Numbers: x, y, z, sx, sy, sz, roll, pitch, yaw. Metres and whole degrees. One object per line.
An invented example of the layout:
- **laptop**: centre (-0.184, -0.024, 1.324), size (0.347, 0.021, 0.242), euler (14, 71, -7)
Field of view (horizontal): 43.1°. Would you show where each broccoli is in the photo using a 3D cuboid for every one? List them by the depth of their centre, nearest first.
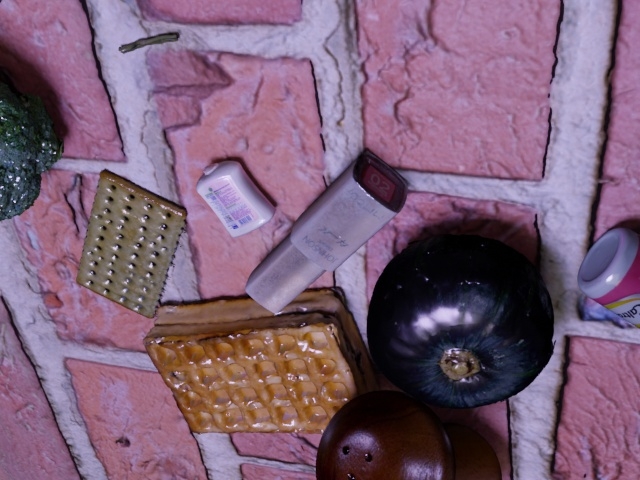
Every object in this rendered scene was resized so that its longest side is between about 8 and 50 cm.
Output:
- **broccoli**: centre (-0.465, -0.126, 0.998), size (0.270, 0.270, 0.270), euler (-41, 70, 37)

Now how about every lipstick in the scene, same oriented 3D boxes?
- **lipstick**: centre (0.000, 0.000, 1.018), size (0.079, 0.077, 0.253), euler (37, 128, -10)

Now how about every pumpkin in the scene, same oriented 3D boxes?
- **pumpkin**: centre (0.168, 0.098, 0.982), size (0.233, 0.163, 0.233), euler (8, 131, 10)

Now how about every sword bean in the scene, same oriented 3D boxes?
- **sword bean**: centre (-0.202, -0.233, 0.954), size (0.083, 0.012, 0.012), euler (-6, 123, 24)

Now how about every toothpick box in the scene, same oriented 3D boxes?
- **toothpick box**: centre (0.124, 0.309, 1.084), size (0.192, 0.192, 0.294), euler (-17, 154, 28)

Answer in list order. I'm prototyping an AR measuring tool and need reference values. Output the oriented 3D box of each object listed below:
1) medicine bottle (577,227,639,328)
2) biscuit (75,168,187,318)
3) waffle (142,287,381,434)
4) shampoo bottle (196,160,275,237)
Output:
- **medicine bottle**: centre (0.408, 0.074, 0.929), size (0.217, 0.090, 0.090), euler (31, 129, -6)
- **biscuit**: centre (-0.274, 0.014, 1.162), size (0.139, 0.016, 0.231), euler (27, 129, -1)
- **waffle**: centre (-0.086, 0.182, 1.179), size (0.308, 0.091, 0.212), euler (-7, 123, 22)
- **shampoo bottle**: centre (-0.113, -0.057, 1.035), size (0.072, 0.043, 0.099), euler (-24, 115, 31)
